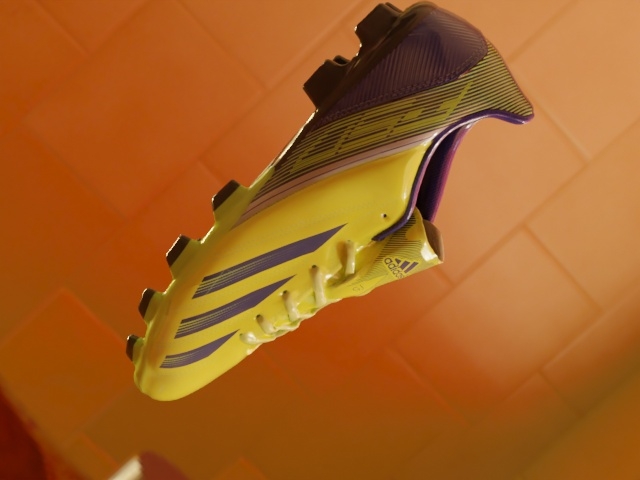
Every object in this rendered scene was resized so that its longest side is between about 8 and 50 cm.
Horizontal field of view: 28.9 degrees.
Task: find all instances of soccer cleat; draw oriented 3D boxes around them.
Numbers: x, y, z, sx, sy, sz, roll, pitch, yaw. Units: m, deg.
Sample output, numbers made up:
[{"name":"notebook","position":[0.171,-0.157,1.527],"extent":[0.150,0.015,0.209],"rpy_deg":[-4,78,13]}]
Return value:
[{"name":"soccer cleat","position":[0.000,0.000,0.695],"extent":[0.121,0.289,0.093],"rpy_deg":[40,17,-1]}]
